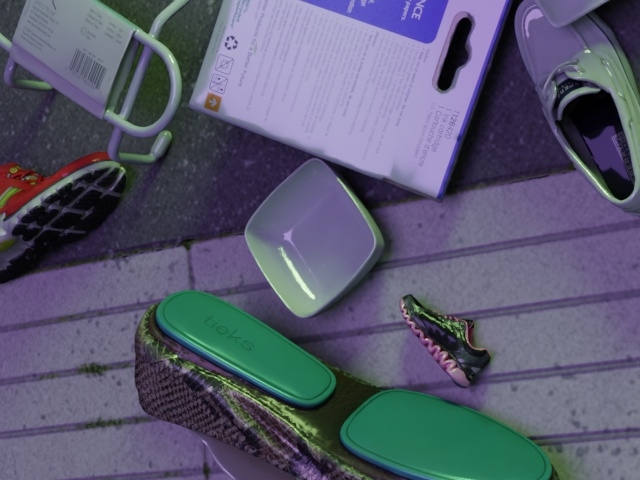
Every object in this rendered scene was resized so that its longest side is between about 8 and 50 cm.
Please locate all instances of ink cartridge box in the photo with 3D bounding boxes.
[{"bbox_3d":[0.045,-0.231,1.684,0.307,0.072,0.304,22,99,15],"label":"ink cartridge box"}]

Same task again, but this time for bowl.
[{"bbox_3d":[0.000,0.000,1.721,0.142,0.053,0.142,-44,64,23],"label":"bowl"}]

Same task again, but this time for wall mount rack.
[{"bbox_3d":[-0.231,-0.270,1.860,0.350,0.130,0.304,35,110,31],"label":"wall mount rack"}]

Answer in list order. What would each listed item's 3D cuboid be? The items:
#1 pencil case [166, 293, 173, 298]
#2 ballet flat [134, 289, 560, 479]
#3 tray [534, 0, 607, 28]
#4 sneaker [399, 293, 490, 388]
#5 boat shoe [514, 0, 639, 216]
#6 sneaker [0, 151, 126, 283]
[{"bbox_3d":[-0.121,0.108,1.789,0.151,0.064,0.070,17,123,33],"label":"pencil case"},{"bbox_3d":[0.014,0.211,1.636,0.483,0.164,0.182,22,122,22],"label":"ballet flat"},{"bbox_3d":[0.227,-0.341,1.578,0.145,0.030,0.270,-30,69,1],"label":"tray"},{"bbox_3d":[0.130,0.094,1.639,0.057,0.047,0.119,-41,66,4],"label":"sneaker"},{"bbox_3d":[0.257,-0.140,1.535,0.095,0.084,0.258,-42,66,25],"label":"boat shoe"},{"bbox_3d":[-0.357,-0.051,1.942,0.279,0.107,0.118,-29,62,27],"label":"sneaker"}]
